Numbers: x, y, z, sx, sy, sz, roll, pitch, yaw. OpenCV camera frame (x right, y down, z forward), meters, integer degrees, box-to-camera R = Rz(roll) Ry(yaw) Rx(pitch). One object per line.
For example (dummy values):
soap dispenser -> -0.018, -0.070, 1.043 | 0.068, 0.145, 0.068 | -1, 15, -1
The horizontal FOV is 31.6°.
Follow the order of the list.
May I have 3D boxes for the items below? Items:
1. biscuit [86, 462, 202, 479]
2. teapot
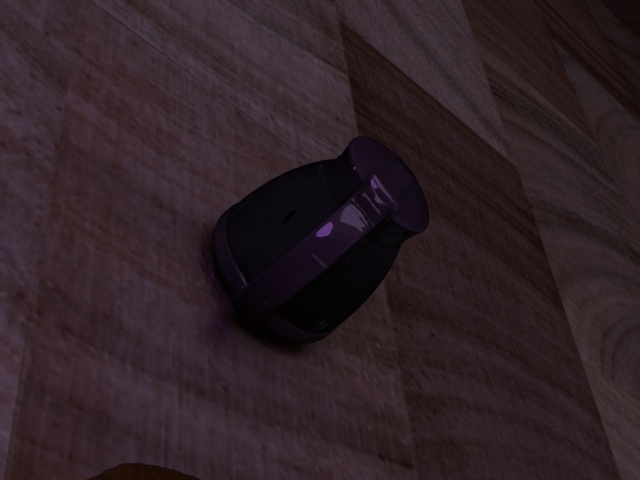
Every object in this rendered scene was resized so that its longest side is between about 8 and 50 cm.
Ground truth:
biscuit -> -0.033, 0.251, 0.507 | 0.262, 0.052, 0.277 | 36, 30, -19
teapot -> -0.003, -0.008, 0.776 | 0.148, 0.146, 0.116 | 9, 49, -54
